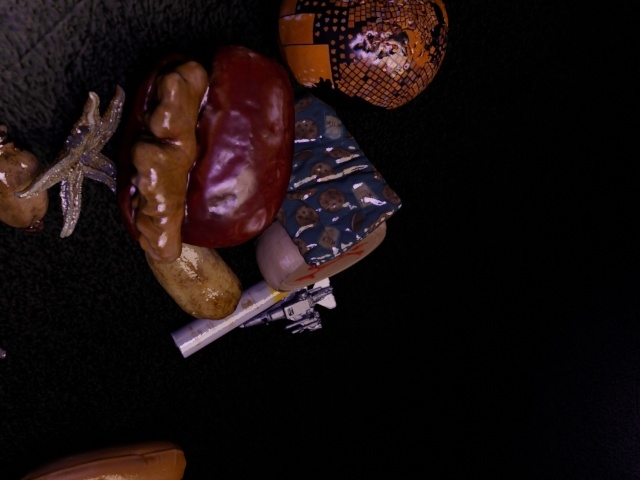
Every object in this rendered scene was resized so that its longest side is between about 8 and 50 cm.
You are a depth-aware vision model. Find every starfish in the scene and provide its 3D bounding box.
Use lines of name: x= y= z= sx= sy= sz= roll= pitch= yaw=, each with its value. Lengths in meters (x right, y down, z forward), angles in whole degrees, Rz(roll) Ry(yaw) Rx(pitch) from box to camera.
starfish: x=-0.299 y=-0.092 z=0.599 sx=0.176 sy=0.053 sz=0.208 roll=-59 pitch=169 yaw=-59

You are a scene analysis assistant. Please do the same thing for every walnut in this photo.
walnut: x=-0.157 y=-0.114 z=0.618 sx=0.244 sy=0.222 sz=0.269 roll=-24 pitch=126 yaw=-63

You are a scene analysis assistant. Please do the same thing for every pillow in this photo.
pillow: x=-0.009 y=-0.103 z=0.766 sx=0.189 sy=0.255 sz=0.034 roll=-34 pitch=177 yaw=-17

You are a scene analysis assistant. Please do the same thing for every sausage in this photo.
sausage: x=-0.446 y=0.473 z=0.966 sx=0.354 sy=0.116 sz=0.134 roll=14 pitch=128 yaw=-46

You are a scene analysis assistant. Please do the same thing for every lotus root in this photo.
lotus root: x=-0.369 y=-0.070 z=0.578 sx=0.072 sy=0.063 sz=0.152 roll=-30 pitch=143 yaw=-39
lotus root: x=-0.211 y=0.064 z=0.829 sx=0.110 sy=0.097 sz=0.258 roll=-37 pitch=139 yaw=-7

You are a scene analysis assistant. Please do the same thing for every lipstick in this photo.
lipstick: x=-0.168 y=0.139 z=0.967 sx=0.264 sy=0.059 sz=0.059 roll=-31 pitch=140 yaw=-20

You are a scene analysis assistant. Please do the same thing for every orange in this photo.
orange: x=0.051 y=-0.275 z=0.651 sx=0.234 sy=0.234 sz=0.182 roll=-16 pitch=150 yaw=-34

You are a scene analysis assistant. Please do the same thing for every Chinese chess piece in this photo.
Chinese chess piece: x=0.000 y=0.000 z=0.896 sx=0.250 sy=0.103 sz=0.250 roll=-27 pitch=165 yaw=-8

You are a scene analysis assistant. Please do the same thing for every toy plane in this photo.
toy plane: x=-0.060 y=0.145 z=1.060 sx=0.234 sy=0.082 sz=0.160 roll=-26 pitch=112 yaw=-26

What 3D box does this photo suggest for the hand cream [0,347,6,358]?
hand cream: x=-0.527 y=0.152 z=0.665 sx=0.165 sy=0.037 sz=0.057 roll=17 pitch=112 yaw=-42
